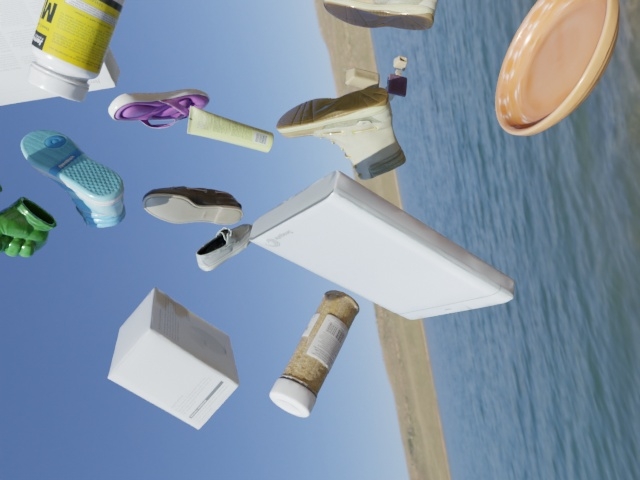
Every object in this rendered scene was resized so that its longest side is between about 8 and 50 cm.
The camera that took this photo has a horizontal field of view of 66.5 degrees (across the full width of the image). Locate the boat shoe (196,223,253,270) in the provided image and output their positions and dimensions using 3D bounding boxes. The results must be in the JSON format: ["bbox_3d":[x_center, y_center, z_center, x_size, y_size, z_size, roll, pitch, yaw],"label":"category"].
[{"bbox_3d":[-0.303,0.005,1.573,0.227,0.079,0.081,-41,-37,-28],"label":"boat shoe"}]

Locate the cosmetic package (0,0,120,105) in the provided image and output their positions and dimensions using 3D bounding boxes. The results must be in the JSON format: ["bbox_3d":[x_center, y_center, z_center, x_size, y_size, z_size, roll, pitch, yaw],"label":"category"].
[{"bbox_3d":[-0.715,-0.477,1.147,0.097,0.378,0.284,-101,2,-46],"label":"cosmetic package"}]

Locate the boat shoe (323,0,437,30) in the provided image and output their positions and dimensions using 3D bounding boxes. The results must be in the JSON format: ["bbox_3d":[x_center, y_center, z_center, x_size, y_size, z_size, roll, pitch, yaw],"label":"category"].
[{"bbox_3d":[0.160,-0.637,1.306,0.109,0.303,0.098,14,-91,-74],"label":"boat shoe"}]

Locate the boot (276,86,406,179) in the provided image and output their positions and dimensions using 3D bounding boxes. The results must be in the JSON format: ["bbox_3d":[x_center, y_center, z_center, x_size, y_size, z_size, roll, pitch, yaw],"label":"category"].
[{"bbox_3d":[0.040,-0.184,0.904,0.165,0.213,0.077,60,-149,-45],"label":"boot"}]

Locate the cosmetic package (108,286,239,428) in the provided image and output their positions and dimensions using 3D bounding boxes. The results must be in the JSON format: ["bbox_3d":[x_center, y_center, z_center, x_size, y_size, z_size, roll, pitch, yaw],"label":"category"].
[{"bbox_3d":[-0.317,0.250,1.067,0.225,0.138,0.224,42,-179,-22],"label":"cosmetic package"}]

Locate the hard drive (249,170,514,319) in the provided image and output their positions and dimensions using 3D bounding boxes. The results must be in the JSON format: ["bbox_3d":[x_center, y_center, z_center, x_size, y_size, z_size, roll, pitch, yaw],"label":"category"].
[{"bbox_3d":[0.094,0.031,0.768,0.353,0.233,0.047,29,-120,-25],"label":"hard drive"}]

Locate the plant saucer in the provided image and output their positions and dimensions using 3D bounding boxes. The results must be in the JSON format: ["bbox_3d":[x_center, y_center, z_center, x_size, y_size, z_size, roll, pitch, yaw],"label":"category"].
[{"bbox_3d":[0.291,-0.225,0.605,0.200,0.037,0.199,-166,90,-78],"label":"plant saucer"}]

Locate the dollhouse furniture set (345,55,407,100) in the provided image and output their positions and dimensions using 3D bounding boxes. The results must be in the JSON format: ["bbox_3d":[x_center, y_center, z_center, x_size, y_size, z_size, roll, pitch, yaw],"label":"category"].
[{"bbox_3d":[0.100,-0.308,0.944,0.081,0.115,0.090,129,150,-69],"label":"dollhouse furniture set"}]

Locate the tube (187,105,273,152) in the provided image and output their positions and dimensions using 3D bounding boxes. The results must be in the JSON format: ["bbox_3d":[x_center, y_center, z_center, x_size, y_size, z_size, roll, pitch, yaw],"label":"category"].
[{"bbox_3d":[-0.253,-0.308,1.377,0.070,0.240,0.062,52,125,56],"label":"tube"}]

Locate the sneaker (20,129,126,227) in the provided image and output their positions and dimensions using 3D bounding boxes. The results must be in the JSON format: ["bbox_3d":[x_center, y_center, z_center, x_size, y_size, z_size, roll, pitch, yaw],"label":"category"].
[{"bbox_3d":[-0.658,-0.147,1.316,0.127,0.319,0.208,-46,-14,-33],"label":"sneaker"}]

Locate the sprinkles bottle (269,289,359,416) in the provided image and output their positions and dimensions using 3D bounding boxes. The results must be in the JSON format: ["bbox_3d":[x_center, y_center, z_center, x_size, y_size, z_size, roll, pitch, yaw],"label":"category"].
[{"bbox_3d":[-0.008,0.309,1.375,0.355,0.121,0.121,-59,-34,-34],"label":"sprinkles bottle"}]

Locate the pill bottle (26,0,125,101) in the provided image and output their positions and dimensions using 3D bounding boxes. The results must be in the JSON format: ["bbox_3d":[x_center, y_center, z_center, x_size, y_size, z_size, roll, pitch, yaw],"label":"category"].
[{"bbox_3d":[-0.447,-0.369,0.885,0.208,0.119,0.119,-64,-4,12],"label":"pill bottle"}]

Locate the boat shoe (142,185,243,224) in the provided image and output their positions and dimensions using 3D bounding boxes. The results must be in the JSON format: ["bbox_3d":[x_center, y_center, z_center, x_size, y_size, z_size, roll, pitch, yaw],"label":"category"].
[{"bbox_3d":[-0.405,-0.118,1.548,0.335,0.112,0.095,8,-138,-40],"label":"boat shoe"}]

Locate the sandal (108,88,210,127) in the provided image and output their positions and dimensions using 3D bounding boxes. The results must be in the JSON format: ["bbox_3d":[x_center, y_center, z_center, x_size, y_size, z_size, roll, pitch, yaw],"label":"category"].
[{"bbox_3d":[-0.578,-0.469,1.805,0.416,0.169,0.102,-23,-98,-47],"label":"sandal"}]

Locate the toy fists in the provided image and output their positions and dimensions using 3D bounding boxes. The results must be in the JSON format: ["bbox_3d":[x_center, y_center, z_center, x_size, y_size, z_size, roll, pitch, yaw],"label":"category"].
[{"bbox_3d":[-0.772,-0.057,1.137,0.279,0.142,0.096,46,-176,-45],"label":"toy fists"}]
